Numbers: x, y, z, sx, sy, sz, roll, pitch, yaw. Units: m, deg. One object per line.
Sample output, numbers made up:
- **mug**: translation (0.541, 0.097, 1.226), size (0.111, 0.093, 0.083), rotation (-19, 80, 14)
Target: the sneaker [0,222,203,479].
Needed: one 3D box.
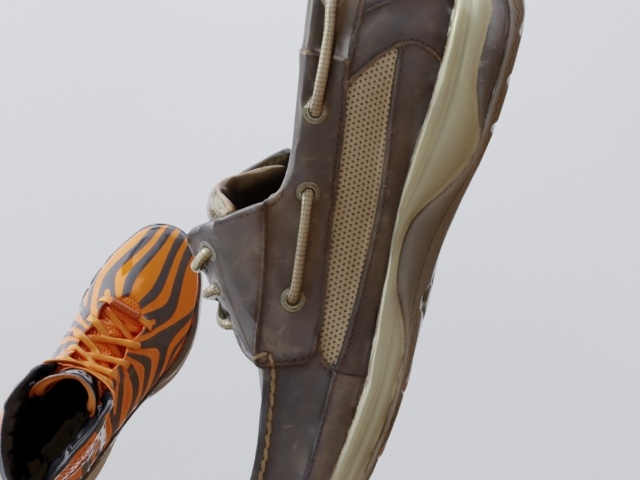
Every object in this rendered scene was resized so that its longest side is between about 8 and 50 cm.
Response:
- **sneaker**: translation (-0.207, 0.119, 1.897), size (0.180, 0.124, 0.321), rotation (106, -170, -78)

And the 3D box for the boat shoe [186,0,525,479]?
- **boat shoe**: translation (0.000, 0.000, 1.037), size (0.132, 0.130, 0.355), rotation (-72, 0, -78)
